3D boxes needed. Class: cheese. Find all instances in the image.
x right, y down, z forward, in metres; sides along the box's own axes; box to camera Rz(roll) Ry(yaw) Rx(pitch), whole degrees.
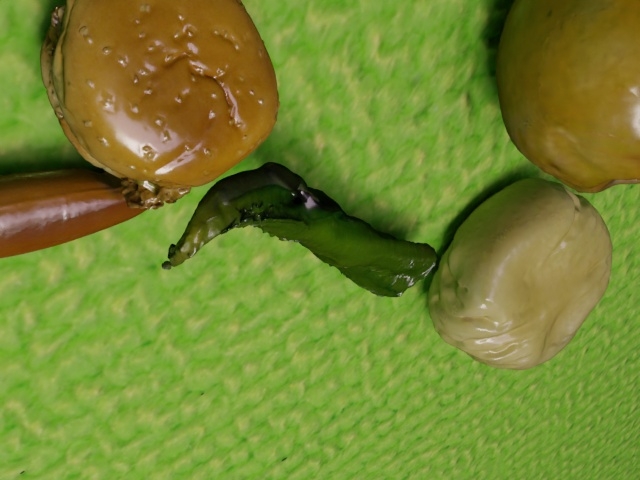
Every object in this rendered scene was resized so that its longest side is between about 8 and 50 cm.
[{"bbox_3d":[0.227,0.038,0.844,0.226,0.117,0.214,-53,134,0],"label":"cheese"}]

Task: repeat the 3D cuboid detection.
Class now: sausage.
[{"bbox_3d":[-0.184,-0.022,0.503,0.183,0.062,0.054,-16,112,-32],"label":"sausage"}]

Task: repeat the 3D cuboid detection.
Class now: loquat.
[{"bbox_3d":[0.270,-0.160,0.649,0.243,0.244,0.244,-21,132,-25],"label":"loquat"}]

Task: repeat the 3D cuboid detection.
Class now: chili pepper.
[{"bbox_3d":[0.000,0.000,0.622,0.085,0.076,0.359,-30,158,22],"label":"chili pepper"}]

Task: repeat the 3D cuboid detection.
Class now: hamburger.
[{"bbox_3d":[-0.101,-0.103,0.469,0.138,0.083,0.147,-36,115,-19],"label":"hamburger"}]
